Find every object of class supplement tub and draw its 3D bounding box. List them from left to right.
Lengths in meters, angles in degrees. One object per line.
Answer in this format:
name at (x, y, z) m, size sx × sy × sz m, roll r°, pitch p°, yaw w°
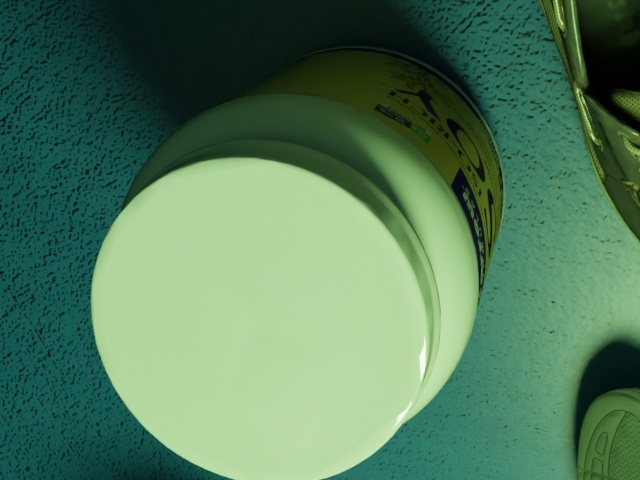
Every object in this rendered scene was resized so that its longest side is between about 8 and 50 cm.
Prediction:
supplement tub at (0.000, 0.000, 0.767) m, size 0.240 × 0.331 × 0.241 m, roll 4°, pitch 109°, yaw 13°

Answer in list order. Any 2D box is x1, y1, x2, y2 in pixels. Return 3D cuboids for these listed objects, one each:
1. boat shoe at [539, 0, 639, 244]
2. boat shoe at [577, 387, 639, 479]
boat shoe at (0.241, -0.098, 0.782) m, size 0.132 × 0.130 × 0.355 m, roll -27°, pitch 99°, yaw 21°
boat shoe at (0.310, 0.260, 0.906) m, size 0.118 × 0.103 × 0.321 m, roll -10°, pitch 105°, yaw 58°
